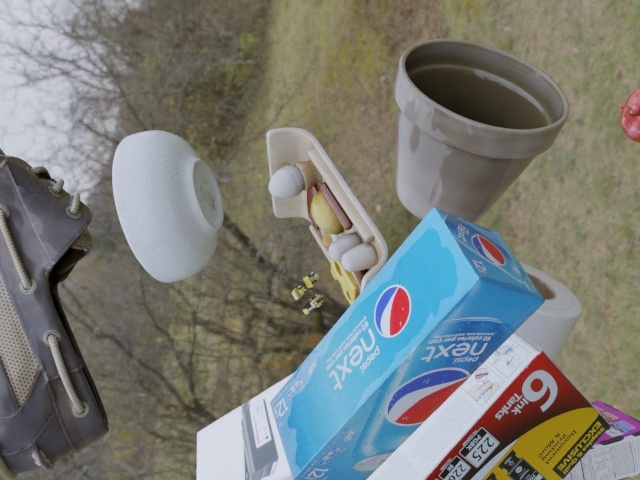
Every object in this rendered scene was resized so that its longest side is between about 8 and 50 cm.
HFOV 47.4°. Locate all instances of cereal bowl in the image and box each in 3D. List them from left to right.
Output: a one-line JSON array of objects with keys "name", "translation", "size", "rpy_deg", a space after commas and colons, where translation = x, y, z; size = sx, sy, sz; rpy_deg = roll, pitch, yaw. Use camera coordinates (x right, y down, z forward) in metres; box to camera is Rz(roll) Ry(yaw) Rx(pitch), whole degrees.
[{"name": "cereal bowl", "translation": [-0.309, -0.086, 1.599], "size": [0.339, 0.141, 0.339], "rpy_deg": [-15, -90, -78]}]

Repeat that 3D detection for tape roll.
[{"name": "tape roll", "translation": [0.384, 0.157, 1.490], "size": [0.246, 0.246, 0.169], "rpy_deg": [-112, 37, -61]}]

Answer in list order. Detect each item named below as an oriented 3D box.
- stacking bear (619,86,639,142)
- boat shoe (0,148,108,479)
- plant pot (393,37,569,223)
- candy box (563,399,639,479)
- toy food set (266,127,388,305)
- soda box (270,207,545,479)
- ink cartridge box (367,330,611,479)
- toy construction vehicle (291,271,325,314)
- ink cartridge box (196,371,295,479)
[{"name": "stacking bear", "translation": [0.661, -0.186, 1.249], "size": [0.175, 0.288, 0.164], "rpy_deg": [-41, -27, -68]}, {"name": "boat shoe", "translation": [-0.243, 0.004, 0.569], "size": [0.132, 0.130, 0.356], "rpy_deg": [171, 88, -73]}, {"name": "plant pot", "translation": [0.271, -0.190, 1.413], "size": [0.323, 0.322, 0.280], "rpy_deg": [-97, 17, -46]}, {"name": "candy box", "translation": [0.388, 0.336, 1.164], "size": [0.159, 0.233, 0.071], "rpy_deg": [-158, 56, -81]}, {"name": "toy food set", "translation": [0.000, 0.000, 1.119], "size": [0.306, 0.092, 0.220], "rpy_deg": [59, 163, 31]}, {"name": "soda box", "translation": [0.052, 0.082, 0.511], "size": [0.210, 0.067, 0.071], "rpy_deg": [-53, 38, 27]}, {"name": "ink cartridge box", "translation": [0.208, 0.292, 0.948], "size": [0.309, 0.272, 0.130], "rpy_deg": [-48, 33, -1]}, {"name": "toy construction vehicle", "translation": [-0.025, 0.141, 1.962], "size": [0.035, 0.098, 0.086], "rpy_deg": [-12, 107, 48]}, {"name": "ink cartridge box", "translation": [0.010, 0.359, 1.240], "size": [0.395, 0.285, 0.166], "rpy_deg": [-38, 45, 38]}]
